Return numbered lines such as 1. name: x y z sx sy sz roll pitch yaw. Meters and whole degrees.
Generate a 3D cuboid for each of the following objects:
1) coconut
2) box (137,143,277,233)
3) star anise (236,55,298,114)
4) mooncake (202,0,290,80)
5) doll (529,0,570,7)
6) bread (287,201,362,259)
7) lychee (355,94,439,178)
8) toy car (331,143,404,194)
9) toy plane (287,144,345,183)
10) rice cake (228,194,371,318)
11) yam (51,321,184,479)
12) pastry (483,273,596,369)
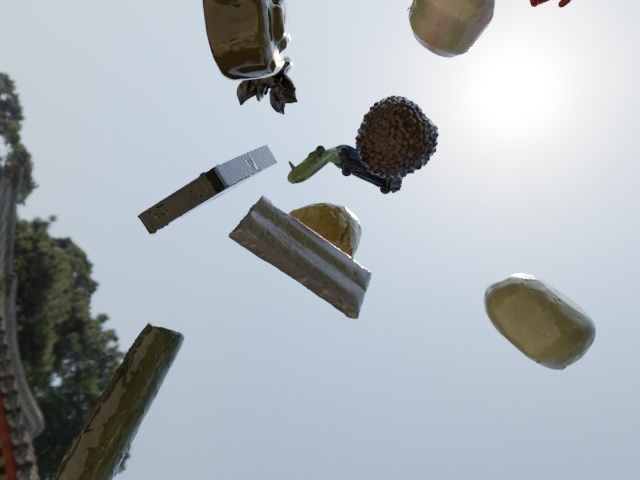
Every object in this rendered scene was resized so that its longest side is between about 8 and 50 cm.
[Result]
1. coconut: 0.179 -0.318 0.743 0.110 0.110 0.124 65 -31 28
2. box: -0.237 -0.122 1.222 0.211 0.350 0.058 -26 -80 20
3. star anise: -0.146 -0.439 1.402 0.282 0.129 0.212 53 -28 14
4. mooncake: -0.110 -0.369 0.857 0.117 0.235 0.234 -5 -106 7
5. doll: 0.598 -0.628 1.267 0.245 0.142 0.076 -15 -149 25
6. bread: 0.000 0.000 1.567 0.244 0.244 0.134 -33 -131 27
7. lychee: 0.162 -0.226 1.228 0.188 0.188 0.188 -10 -106 36
8. toy car: 0.121 -0.195 1.439 0.216 0.103 0.063 28 -109 20
9. toy plane: -0.010 -0.124 0.878 0.040 0.111 0.102 61 -27 0
10. rice cake: -0.026 0.031 1.055 0.050 0.298 0.106 -35 -155 48
11. yam: -0.294 0.283 0.733 0.083 0.083 0.371 1 -123 37
12. pastry: 0.301 0.106 0.763 0.092 0.156 0.156 -52 -126 12
